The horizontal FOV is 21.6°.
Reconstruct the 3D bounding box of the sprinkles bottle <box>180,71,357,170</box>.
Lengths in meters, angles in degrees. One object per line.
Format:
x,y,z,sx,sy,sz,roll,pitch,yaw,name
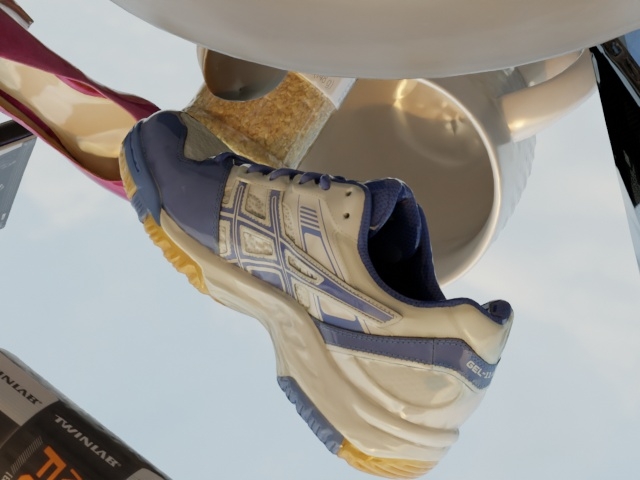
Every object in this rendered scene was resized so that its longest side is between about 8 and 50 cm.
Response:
0.014,-0.218,1.491,0.121,0.121,0.355,30,-95,29,sprinkles bottle

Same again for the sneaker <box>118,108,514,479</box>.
0.000,0.000,0.993,0.296,0.131,0.112,46,-159,27,sneaker

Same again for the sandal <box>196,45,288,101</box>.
-0.028,-0.198,1.005,0.088,0.240,0.079,2,-136,-26,sandal

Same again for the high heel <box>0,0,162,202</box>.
-0.182,-0.087,1.238,0.082,0.244,0.117,-34,-159,17,high heel

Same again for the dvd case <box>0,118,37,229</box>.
-0.383,-0.024,1.533,0.238,0.179,0.030,-22,-108,-31,dvd case

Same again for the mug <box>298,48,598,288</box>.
0.162,-0.135,1.981,0.374,0.276,0.328,-23,-168,27,mug

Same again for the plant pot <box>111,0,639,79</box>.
0.008,-0.238,0.373,0.323,0.280,0.323,-3,-108,10,plant pot

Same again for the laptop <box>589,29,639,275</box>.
0.374,-0.040,1.371,0.236,0.382,0.408,-21,-143,0,laptop

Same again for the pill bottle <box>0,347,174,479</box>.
-0.180,0.196,1.209,0.245,0.130,0.130,35,-138,14,pill bottle
